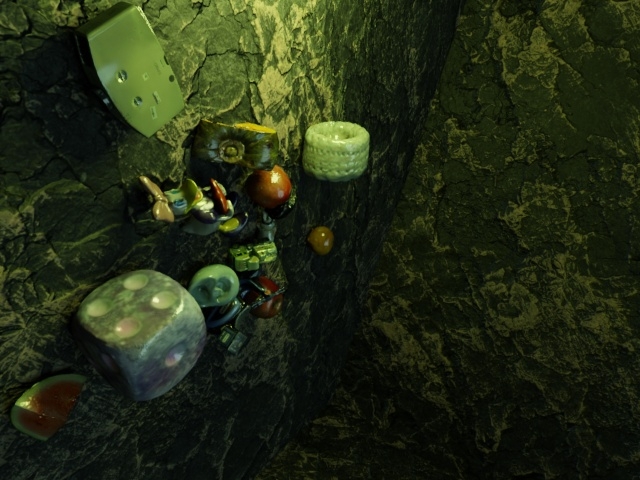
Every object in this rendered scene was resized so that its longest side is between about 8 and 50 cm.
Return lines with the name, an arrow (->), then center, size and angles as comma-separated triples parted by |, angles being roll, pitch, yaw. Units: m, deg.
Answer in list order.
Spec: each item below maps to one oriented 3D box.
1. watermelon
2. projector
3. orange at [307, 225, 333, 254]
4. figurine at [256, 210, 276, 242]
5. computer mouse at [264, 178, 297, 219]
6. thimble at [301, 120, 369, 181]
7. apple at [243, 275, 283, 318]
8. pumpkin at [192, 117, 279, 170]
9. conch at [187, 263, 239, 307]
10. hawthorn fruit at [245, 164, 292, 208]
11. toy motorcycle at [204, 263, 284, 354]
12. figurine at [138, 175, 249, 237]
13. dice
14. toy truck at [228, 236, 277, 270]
watermelon -> -0.737, 0.440, 1.169 | 0.146, 0.136, 0.193 | -92, -176, -50
projector -> -0.448, -0.380, 0.991 | 0.194, 0.088, 0.270 | -52, 152, -25
orange -> 0.000, 0.000, 2.232 | 0.154, 0.133, 0.155 | 12, 90, -86
figurine -> -0.230, -0.064, 1.781 | 0.098, 0.081, 0.146 | -118, -146, -64
computer mouse -> -0.149, -0.159, 1.714 | 0.078, 0.146, 0.242 | 49, 31, -34
thimble -> 0.064, -0.390, 1.826 | 0.291, 0.291, 0.196 | -38, 143, -46
apple -> -0.259, 0.250, 1.875 | 0.181, 0.168, 0.181 | -37, 138, -42
pumpkin -> -0.275, -0.324, 1.409 | 0.280, 0.190, 0.140 | 10, 110, -21
conch -> -0.400, 0.168, 1.560 | 0.185, 0.120, 0.221 | -56, 147, -13
hawthorn fruit -> -0.189, -0.202, 1.588 | 0.173, 0.172, 0.173 | -46, 149, -37
toy motorcycle -> -0.312, 0.256, 1.710 | 0.359, 0.212, 0.125 | -57, 154, -18
figurine -> -0.381, -0.101, 1.333 | 0.193, 0.154, 0.421 | -30, 164, 5
dice -> -0.516, 0.269, 1.232 | 0.270, 0.271, 0.270 | -43, 148, -41
toy truck -> -0.260, 0.064, 1.695 | 0.191, 0.116, 0.085 | -14, 131, -26
